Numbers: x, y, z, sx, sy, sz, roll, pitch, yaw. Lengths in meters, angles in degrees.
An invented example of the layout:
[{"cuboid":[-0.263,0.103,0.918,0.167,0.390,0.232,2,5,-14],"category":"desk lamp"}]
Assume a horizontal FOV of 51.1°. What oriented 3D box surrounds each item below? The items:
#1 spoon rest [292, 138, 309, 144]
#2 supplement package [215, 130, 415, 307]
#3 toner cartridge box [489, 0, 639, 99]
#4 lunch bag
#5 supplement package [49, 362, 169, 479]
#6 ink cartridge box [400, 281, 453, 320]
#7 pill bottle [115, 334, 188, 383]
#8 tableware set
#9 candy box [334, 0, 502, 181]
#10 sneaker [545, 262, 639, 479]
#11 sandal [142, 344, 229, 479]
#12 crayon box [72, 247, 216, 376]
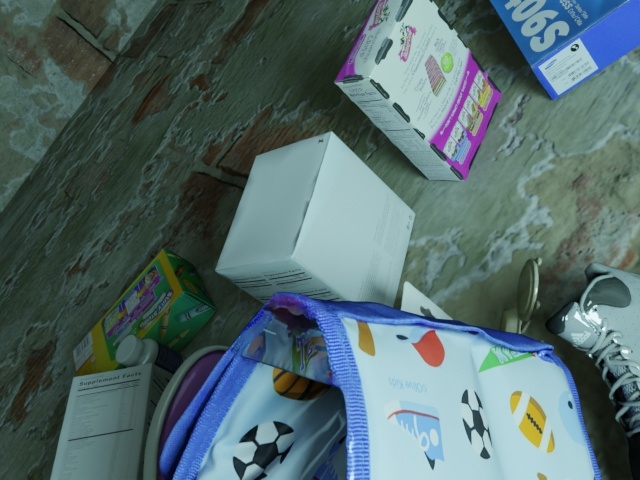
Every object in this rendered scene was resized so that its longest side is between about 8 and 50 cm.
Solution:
[{"cuboid":[-0.014,-0.107,1.124,0.276,0.084,0.137,20,75,51],"category":"spoon rest"},{"cuboid":[0.000,0.000,0.918,0.149,0.203,0.194,-10,52,41],"category":"supplement package"},{"cuboid":[0.338,-0.368,0.977,0.165,0.075,0.348,-33,40,22],"category":"toner cartridge box"},{"cuboid":[0.049,0.244,0.491,0.239,0.327,0.386,8,85,47],"category":"lunch bag"},{"cuboid":[-0.294,0.326,0.980,0.139,0.134,0.244,-11,47,8],"category":"supplement package"},{"cuboid":[0.087,0.159,0.766,0.067,0.115,0.198,-12,51,41],"category":"ink cartridge box"},{"cuboid":[-0.276,0.203,1.107,0.067,0.120,0.067,-27,43,28],"category":"pill bottle"},{"cuboid":[0.207,0.108,0.686,0.020,0.141,0.169,7,61,2],"category":"tableware set"},{"cuboid":[0.142,-0.209,0.918,0.071,0.233,0.159,7,64,48],"category":"candy box"},{"cuboid":[0.258,0.118,0.594,0.086,0.132,0.229,122,167,-52],"category":"sneaker"},{"cuboid":[-0.142,0.341,0.824,0.102,0.169,0.416,-2,71,49],"category":"sandal"},{"cuboid":[-0.329,0.168,1.225,0.278,0.081,0.165,-48,37,5],"category":"crayon box"}]
